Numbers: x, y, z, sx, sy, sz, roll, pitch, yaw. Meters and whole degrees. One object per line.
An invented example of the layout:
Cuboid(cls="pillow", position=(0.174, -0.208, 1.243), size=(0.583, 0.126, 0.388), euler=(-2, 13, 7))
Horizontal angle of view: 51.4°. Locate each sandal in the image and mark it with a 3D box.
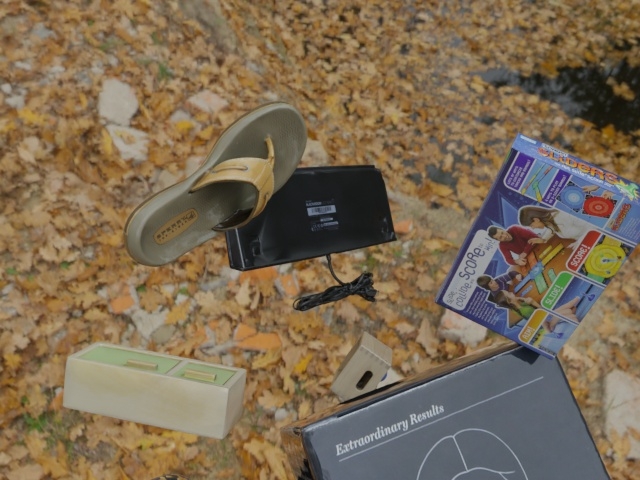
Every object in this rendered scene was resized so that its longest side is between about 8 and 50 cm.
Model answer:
Cuboid(cls="sandal", position=(-0.074, -0.039, 0.532), size=(0.180, 0.072, 0.049), euler=(-41, 38, -16))

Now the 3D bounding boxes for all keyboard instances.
Cuboid(cls="keyboard", position=(0.000, 0.000, 0.902), size=(0.317, 0.033, 0.201), euler=(-10, 88, -47))

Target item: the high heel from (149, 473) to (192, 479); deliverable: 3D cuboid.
Cuboid(cls="high heel", position=(-0.230, 0.518, 1.258), size=(0.186, 0.261, 0.093), euler=(10, 77, 43))

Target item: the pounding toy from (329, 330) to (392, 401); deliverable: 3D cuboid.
Cuboid(cls="pounding toy", position=(0.087, 0.274, 1.329), size=(0.100, 0.130, 0.141), euler=(34, 100, 2))

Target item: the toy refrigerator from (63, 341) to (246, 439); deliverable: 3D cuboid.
Cuboid(cls="toy refrigerator", position=(-0.265, 0.235, 1.078), size=(0.269, 0.094, 0.102), euler=(9, 8, 10))

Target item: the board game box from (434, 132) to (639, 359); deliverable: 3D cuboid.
Cuboid(cls="board game box", position=(0.208, 0.013, 0.641), size=(0.136, 0.201, 0.035), euler=(27, 40, 10))

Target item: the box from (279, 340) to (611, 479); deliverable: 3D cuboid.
Cuboid(cls="box", position=(0.161, 0.344, 0.736), size=(0.293, 0.212, 0.395), euler=(-17, 79, -15))
